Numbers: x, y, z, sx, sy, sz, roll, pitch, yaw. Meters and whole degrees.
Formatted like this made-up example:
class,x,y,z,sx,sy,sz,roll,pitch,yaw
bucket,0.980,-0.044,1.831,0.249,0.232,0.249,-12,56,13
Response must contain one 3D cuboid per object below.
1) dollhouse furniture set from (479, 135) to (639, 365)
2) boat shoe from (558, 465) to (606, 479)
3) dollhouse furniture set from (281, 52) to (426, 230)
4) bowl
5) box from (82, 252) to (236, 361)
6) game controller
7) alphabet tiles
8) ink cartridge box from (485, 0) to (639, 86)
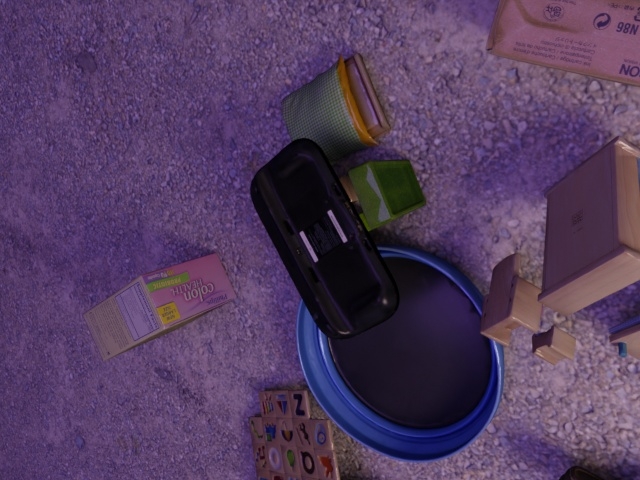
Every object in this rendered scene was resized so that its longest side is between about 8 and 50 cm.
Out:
class,x,y,z,sx,sy,sz,roll,pitch,yaw
dollhouse furniture set,0.439,0.063,0.747,0.303,0.198,0.286,28,143,-8
boat shoe,0.516,0.409,0.750,0.355,0.132,0.130,27,105,16
dollhouse furniture set,0.017,-0.150,0.922,0.197,0.151,0.301,-23,87,35
bowl,0.134,0.194,0.969,0.391,0.077,0.391,8,105,32
box,-0.352,0.144,1.194,0.243,0.213,0.117,-28,85,35
game controller,0.000,0.000,0.867,0.166,0.067,0.319,-33,81,30
alphabet tiles,-0.053,0.481,1.117,0.285,0.011,0.343,-20,77,48
ink cartridge box,0.348,-0.242,0.657,0.234,0.193,0.088,24,115,28
